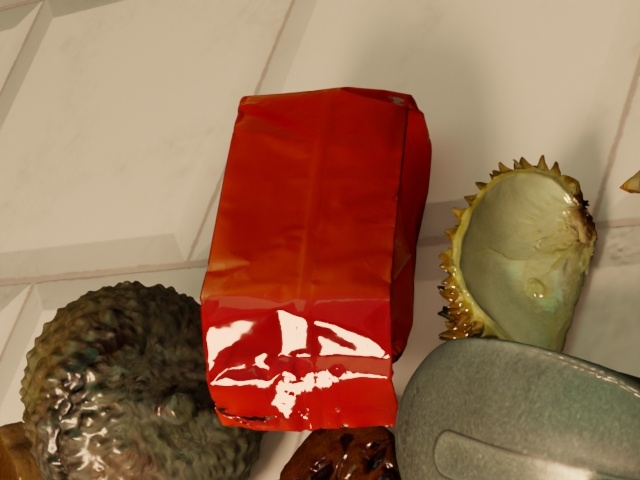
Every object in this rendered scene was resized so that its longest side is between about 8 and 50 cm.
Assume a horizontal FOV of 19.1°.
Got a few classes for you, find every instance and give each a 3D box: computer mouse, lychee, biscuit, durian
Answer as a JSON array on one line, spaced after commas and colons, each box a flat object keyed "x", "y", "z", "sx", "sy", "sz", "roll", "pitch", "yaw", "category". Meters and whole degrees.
[{"x": 0.171, "y": 0.186, "z": 1.554, "sx": 0.374, "sy": 0.114, "sz": 0.203, "roll": 10, "pitch": 92, "yaw": 53, "category": "computer mouse"}, {"x": -0.183, "y": 0.166, "z": 1.875, "sx": 0.274, "sy": 0.255, "sz": 0.255, "roll": -4, "pitch": 55, "yaw": 57, "category": "lychee"}, {"x": -0.270, "y": 0.333, "z": 1.923, "sx": 0.047, "sy": 0.183, "sz": 0.320, "roll": -13, "pitch": 45, "yaw": -21, "category": "biscuit"}, {"x": 0.009, "y": 0.248, "z": 1.754, "sx": 0.192, "sy": 0.049, "sz": 0.192, "roll": -41, "pitch": 35, "yaw": 37, "category": "biscuit"}, {"x": 0.175, "y": 0.045, "z": 1.756, "sx": 0.139, "sy": 0.144, "sz": 0.252, "roll": 16, "pitch": 59, "yaw": 13, "category": "durian"}]

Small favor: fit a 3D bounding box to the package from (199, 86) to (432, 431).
[{"x": 0.000, "y": 0.000, "z": 1.852, "sx": 0.196, "sy": 0.123, "sz": 0.424, "roll": -4, "pitch": 43, "yaw": 12, "category": "package"}]

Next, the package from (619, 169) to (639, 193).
[{"x": 0.367, "y": -0.028, "z": 1.587, "sx": 0.223, "sy": 0.108, "sz": 0.288, "roll": -39, "pitch": 40, "yaw": 18, "category": "package"}]
